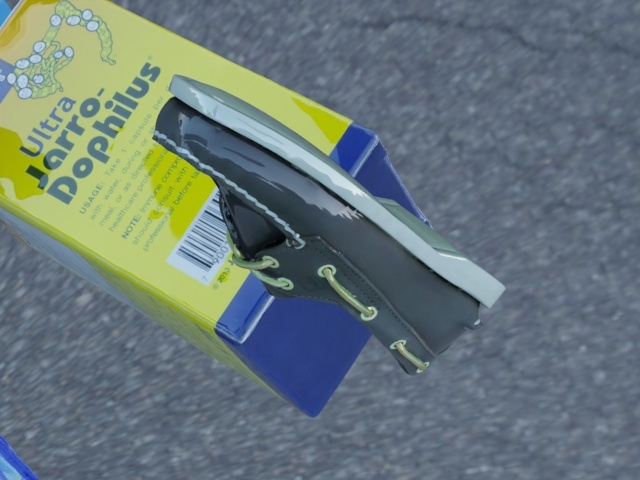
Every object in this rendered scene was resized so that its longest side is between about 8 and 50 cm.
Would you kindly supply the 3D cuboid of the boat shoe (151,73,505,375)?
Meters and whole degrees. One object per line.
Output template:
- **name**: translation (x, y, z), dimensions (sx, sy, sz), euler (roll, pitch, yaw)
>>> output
- **boat shoe**: translation (0.000, 0.000, 0.744), dimensions (0.228, 0.081, 0.068), euler (33, 96, -42)

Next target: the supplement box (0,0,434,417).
- **supplement box**: translation (-0.117, -0.041, 1.325), dimensions (0.357, 0.194, 0.195), euler (28, 78, 26)

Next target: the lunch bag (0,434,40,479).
- **lunch bag**: translation (-0.384, 0.300, 1.587), dimensions (0.221, 0.138, 0.293), euler (-41, 87, 2)

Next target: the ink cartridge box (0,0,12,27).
- **ink cartridge box**: translation (-0.331, -0.143, 1.526), dimensions (0.190, 0.140, 0.082), euler (61, 37, -45)
